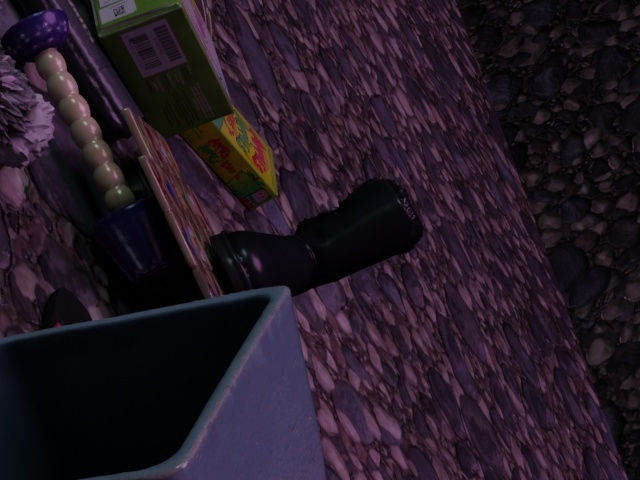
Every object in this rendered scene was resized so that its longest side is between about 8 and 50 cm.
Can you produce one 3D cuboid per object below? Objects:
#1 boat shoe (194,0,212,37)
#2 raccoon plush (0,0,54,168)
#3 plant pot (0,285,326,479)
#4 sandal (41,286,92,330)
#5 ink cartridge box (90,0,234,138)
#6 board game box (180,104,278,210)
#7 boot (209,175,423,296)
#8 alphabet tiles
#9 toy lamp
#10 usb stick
[{"bbox_3d":[-0.192,-0.328,2.036,0.068,0.081,0.228,30,42,-64],"label":"boat shoe"},{"bbox_3d":[-0.310,-0.132,1.190,0.446,0.216,0.299,46,30,-41],"label":"raccoon plush"},{"bbox_3d":[-0.124,0.210,1.072,0.247,0.247,0.252,-59,134,-63],"label":"plant pot"},{"bbox_3d":[-0.207,0.094,1.367,0.067,0.040,0.179,51,19,-30],"label":"sandal"},{"bbox_3d":[-0.192,-0.272,1.833,0.189,0.097,0.255,65,7,-52],"label":"ink cartridge box"},{"bbox_3d":[-0.121,-0.129,1.971,0.181,0.043,0.092,48,21,-36],"label":"board game box"},{"bbox_3d":[0.000,0.000,1.702,0.246,0.207,0.094,49,15,-83],"label":"boot"},{"bbox_3d":[-0.117,0.009,1.648,0.285,0.011,0.342,64,1,5],"label":"alphabet tiles"},{"bbox_3d":[-0.218,-0.086,1.571,0.275,0.080,0.080,62,17,11],"label":"toy lamp"},{"bbox_3d":[-0.270,-0.225,1.691,0.278,0.045,0.077,58,15,-7],"label":"usb stick"}]
